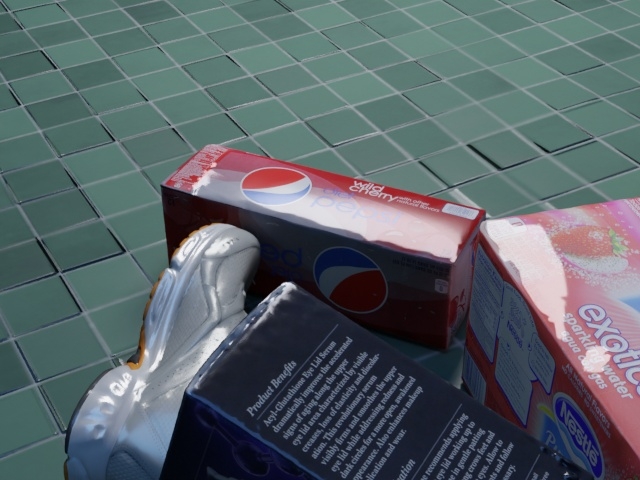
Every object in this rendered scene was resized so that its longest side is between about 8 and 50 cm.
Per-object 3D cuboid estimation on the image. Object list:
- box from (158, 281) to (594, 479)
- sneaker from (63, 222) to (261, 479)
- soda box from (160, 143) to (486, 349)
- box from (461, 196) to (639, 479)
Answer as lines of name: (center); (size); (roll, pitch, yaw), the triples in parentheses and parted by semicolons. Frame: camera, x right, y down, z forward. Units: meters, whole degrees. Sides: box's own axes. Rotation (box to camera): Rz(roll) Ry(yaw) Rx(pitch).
box: (0.020, 0.150, 0.605); (0.207, 0.153, 0.108); (31, 44, 12)
sneaker: (-0.078, 0.096, 0.787); (0.121, 0.099, 0.262); (16, 46, 9)
soda box: (0.000, 0.000, 0.902); (0.263, 0.092, 0.083); (16, 40, 20)
box: (0.213, 0.118, 0.690); (0.142, 0.154, 0.300); (-10, 36, -13)
